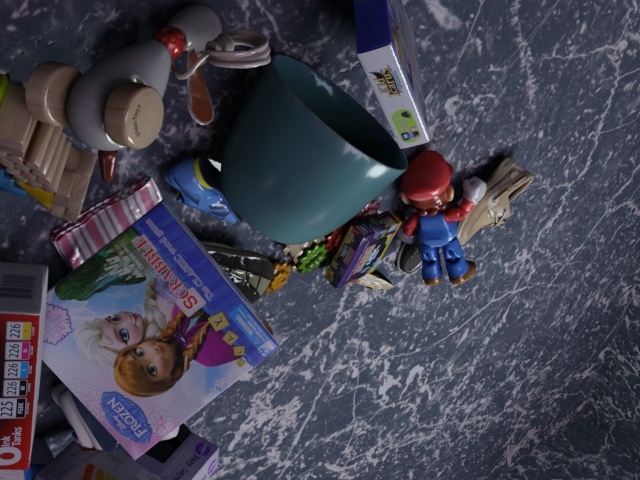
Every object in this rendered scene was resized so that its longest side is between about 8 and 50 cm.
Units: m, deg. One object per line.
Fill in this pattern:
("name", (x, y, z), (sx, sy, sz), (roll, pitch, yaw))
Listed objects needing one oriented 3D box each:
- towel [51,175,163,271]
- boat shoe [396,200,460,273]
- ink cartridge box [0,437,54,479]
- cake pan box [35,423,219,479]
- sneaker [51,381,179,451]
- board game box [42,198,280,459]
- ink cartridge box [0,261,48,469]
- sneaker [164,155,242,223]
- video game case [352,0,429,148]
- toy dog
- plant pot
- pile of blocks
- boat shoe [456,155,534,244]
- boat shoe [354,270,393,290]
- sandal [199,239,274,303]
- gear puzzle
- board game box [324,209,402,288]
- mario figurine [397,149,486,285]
("towel", (-0.350, -0.009, 1.232), (0.197, 0.029, 0.144), (-34, 141, -18))
("boat shoe", (0.275, -0.005, 1.805), (0.081, 0.068, 0.228), (12, 113, -49))
("ink cartridge box", (-0.619, 0.475, 1.343), (0.148, 0.086, 0.203), (19, 107, -50))
("cake pan box", (-0.361, 0.440, 1.370), (0.267, 0.245, 0.070), (-41, 152, -54))
("sneaker", (-0.397, 0.229, 1.315), (0.236, 0.130, 0.323), (-7, 93, 5))
("board game box", (-0.288, 0.151, 1.200), (0.318, 0.066, 0.319), (-39, 102, 0))
("ink cartridge box", (-0.556, 0.185, 1.045), (0.271, 0.130, 0.310), (5, 120, -18))
("sneaker", (-0.208, -0.084, 1.289), (0.082, 0.069, 0.209), (-17, 153, 13))
("video game case", (0.118, -0.338, 1.228), (0.061, 0.270, 0.244), (-13, 146, 16))
("toy dog", (-0.241, -0.203, 1.007), (0.333, 0.220, 0.161), (-31, 143, -34))
("plant pot", (-0.035, -0.135, 1.233), (0.293, 0.293, 0.235), (15, 123, -49))
("pile of blocks", (-0.434, -0.161, 0.981), (0.362, 0.148, 0.113), (67, 27, -59))
("boat shoe", (0.438, -0.089, 1.809), (0.302, 0.098, 0.109), (-47, 163, -26))
("boat shoe", (0.129, 0.101, 1.778), (0.135, 0.050, 0.045), (25, 107, -41))
("sandal", (-0.208, 0.043, 1.372), (0.302, 0.086, 0.120), (23, 106, -43))
("gear puzzle", (0.000, 0.000, 1.548), (0.339, 0.044, 0.175), (-39, 149, -12))
("board game box", (0.097, 0.021, 1.630), (0.141, 0.048, 0.170), (-24, 150, -44))
("mario figurine", (0.286, -0.064, 1.686), (0.198, 0.170, 0.321), (-17, 113, -8))
